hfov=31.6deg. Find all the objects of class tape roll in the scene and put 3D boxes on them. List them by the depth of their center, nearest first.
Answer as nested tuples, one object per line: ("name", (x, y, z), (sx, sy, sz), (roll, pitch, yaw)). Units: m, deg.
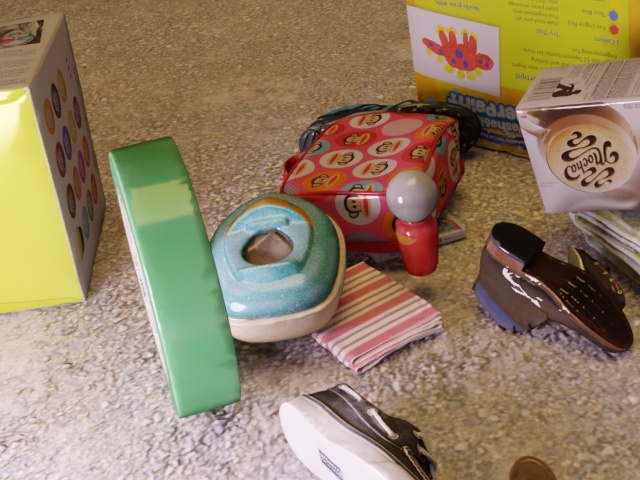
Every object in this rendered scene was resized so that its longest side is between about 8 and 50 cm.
("tape roll", (-0.172, 0.042, 1.318), (0.077, 0.321, 0.321), (-15, 29, -10))

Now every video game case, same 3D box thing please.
("video game case", (0.119, -0.023, 1.680), (0.143, 0.019, 0.157), (-16, 28, -14))

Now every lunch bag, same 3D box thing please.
("lunch bag", (0.062, -0.095, 1.680), (0.258, 0.120, 0.293), (3, 30, 23))

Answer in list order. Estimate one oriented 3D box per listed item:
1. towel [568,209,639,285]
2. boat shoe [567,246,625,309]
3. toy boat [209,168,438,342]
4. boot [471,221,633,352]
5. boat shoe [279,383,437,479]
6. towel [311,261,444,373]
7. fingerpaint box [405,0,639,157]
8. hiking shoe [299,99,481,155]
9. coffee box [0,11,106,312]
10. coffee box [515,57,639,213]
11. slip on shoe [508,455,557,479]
("towel", (0.552, -0.045, 1.457), (0.374, 0.090, 0.320), (-26, 31, -6))
("boat shoe", (0.351, 0.051, 1.451), (0.042, 0.049, 0.133), (-6, 30, -7))
("toy boat", (0.000, 0.000, 1.465), (0.318, 0.148, 0.267), (-12, 35, -1))
("boot", (0.283, 0.081, 1.401), (0.082, 0.106, 0.219), (-27, 62, -38))
("boat shoe", (0.069, 0.228, 1.152), (0.102, 0.108, 0.301), (-23, 24, -22))
("towel", (0.050, 0.098, 1.470), (0.144, 0.029, 0.197), (-25, 32, -23))
("fingerpaint box", (0.357, -0.323, 1.795), (0.444, 0.371, 0.163), (19, 40, 42))
("hiking shoe", (0.116, -0.195, 1.896), (0.304, 0.113, 0.132), (-3, 29, 9))
("coffee box", (-0.528, -0.106, 1.673), (0.338, 0.338, 0.334), (-8, 29, 0))
("coffee box", (0.424, -0.138, 1.448), (0.297, 0.168, 0.119), (-1, 35, 34))
("slip on shoe", (0.212, 0.254, 1.120), (0.051, 0.041, 0.135), (-2, 29, 11))
